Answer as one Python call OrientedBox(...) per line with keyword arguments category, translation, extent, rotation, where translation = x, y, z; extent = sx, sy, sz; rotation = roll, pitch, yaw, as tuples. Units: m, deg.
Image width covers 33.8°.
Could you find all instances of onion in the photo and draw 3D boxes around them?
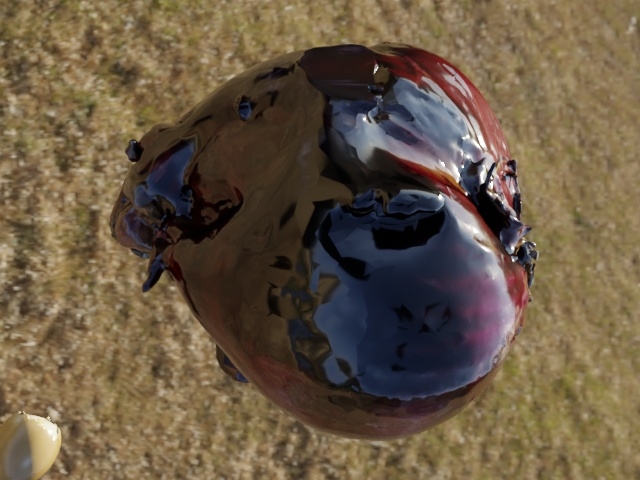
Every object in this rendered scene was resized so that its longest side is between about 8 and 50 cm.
OrientedBox(category="onion", translation=(0.021, 0.003, 0.654), extent=(0.281, 0.281, 0.221), rotation=(-35, 147, -39))

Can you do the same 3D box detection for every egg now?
OrientedBox(category="egg", translation=(-0.364, 0.259, 1.294), extent=(0.080, 0.080, 0.096), rotation=(31, 76, -40))
